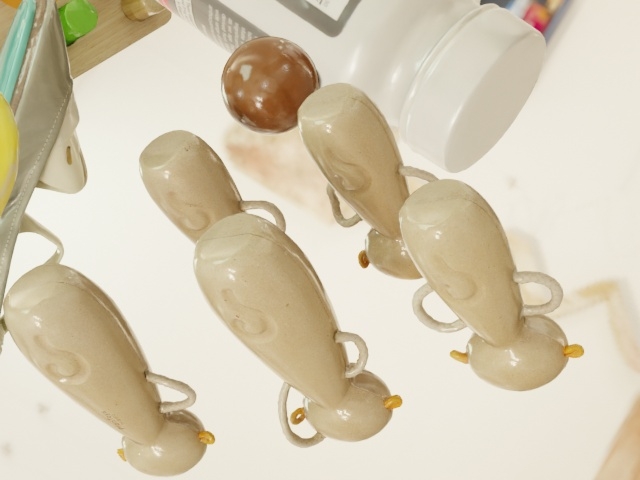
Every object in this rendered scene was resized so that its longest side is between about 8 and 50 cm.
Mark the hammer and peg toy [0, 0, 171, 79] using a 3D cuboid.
[{"bbox_3d":[-0.351,-0.260,1.470,0.361,0.266,0.127,-35,14,-28],"label":"hammer and peg toy"}]

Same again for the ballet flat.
[{"bbox_3d":[-0.161,-0.024,0.769,0.213,0.068,0.072,-66,23,11],"label":"ballet flat"}]

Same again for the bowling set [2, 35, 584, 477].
[{"bbox_3d":[0.000,0.000,0.757,0.154,0.287,0.200,57,-144,-39],"label":"bowling set"}]

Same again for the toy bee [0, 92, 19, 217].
[{"bbox_3d":[-0.163,0.039,0.284,0.195,0.162,0.298,-35,-6,26],"label":"toy bee"}]

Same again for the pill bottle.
[{"bbox_3d":[0.017,-0.194,1.173,0.176,0.318,0.176,-44,-22,-23],"label":"pill bottle"}]
